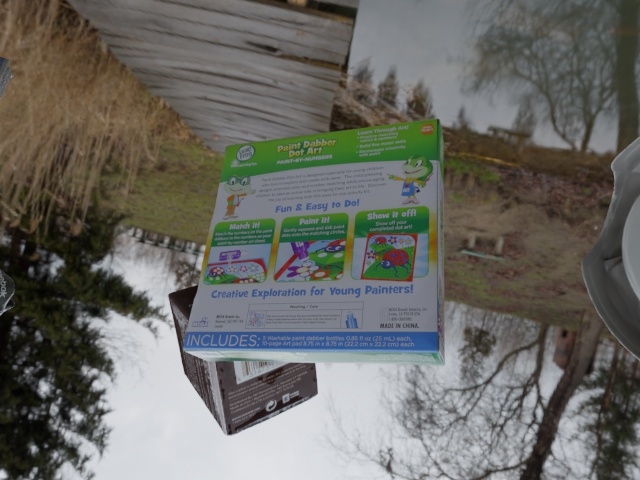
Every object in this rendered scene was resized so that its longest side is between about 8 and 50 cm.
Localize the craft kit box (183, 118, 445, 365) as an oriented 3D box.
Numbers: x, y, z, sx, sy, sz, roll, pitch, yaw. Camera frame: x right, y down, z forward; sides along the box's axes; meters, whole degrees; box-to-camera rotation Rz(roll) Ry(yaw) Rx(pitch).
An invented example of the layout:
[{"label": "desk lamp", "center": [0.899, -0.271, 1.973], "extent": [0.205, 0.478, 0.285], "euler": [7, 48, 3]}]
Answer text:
[{"label": "craft kit box", "center": [0.000, 0.000, 0.536], "extent": [0.249, 0.247, 0.061], "euler": [-3, 155, 19]}]

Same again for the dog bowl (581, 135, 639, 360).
[{"label": "dog bowl", "center": [0.508, 0.009, 0.622], "extent": [0.102, 0.349, 0.348], "euler": [3, -173, -41]}]

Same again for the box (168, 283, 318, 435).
[{"label": "box", "center": [-0.127, 0.169, 0.854], "extent": [0.168, 0.167, 0.203], "euler": [-17, -156, -28]}]

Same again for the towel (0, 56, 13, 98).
[{"label": "towel", "center": [-0.506, -0.208, 0.575], "extent": [0.284, 0.034, 0.209], "euler": [5, -159, -31]}]

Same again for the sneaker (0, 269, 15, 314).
[{"label": "sneaker", "center": [-0.409, 0.052, 0.582], "extent": [0.106, 0.078, 0.234], "euler": [-10, 168, -19]}]
